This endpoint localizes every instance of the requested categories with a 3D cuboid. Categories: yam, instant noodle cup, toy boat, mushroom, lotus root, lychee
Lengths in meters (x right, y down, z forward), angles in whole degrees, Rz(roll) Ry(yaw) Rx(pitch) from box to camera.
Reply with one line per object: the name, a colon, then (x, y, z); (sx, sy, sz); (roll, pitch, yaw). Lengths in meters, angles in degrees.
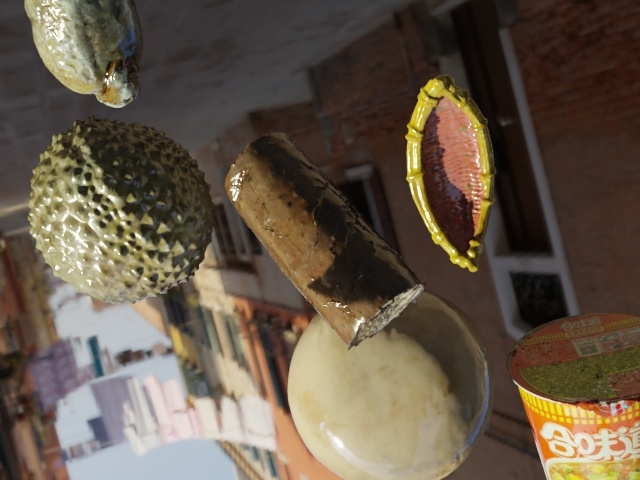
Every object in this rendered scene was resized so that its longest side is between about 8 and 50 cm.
yam: (-0.001, 0.000, 1.249); (0.131, 0.280, 0.131); (-34, 155, -18)
instant noodle cup: (0.318, 0.218, 1.165); (0.193, 0.212, 0.193); (-11, -157, 5)
toy boat: (0.200, -0.110, 1.584); (0.141, 0.318, 0.099); (-16, -155, -6)
mushroom: (0.124, 0.255, 1.833); (0.362, 0.362, 0.294); (-15, 179, 4)
lotus root: (-0.374, -0.372, 1.612); (0.174, 0.350, 0.175); (-4, -141, 3)
lychee: (-0.276, -0.041, 1.427); (0.255, 0.255, 0.274); (-15, 160, 1)
